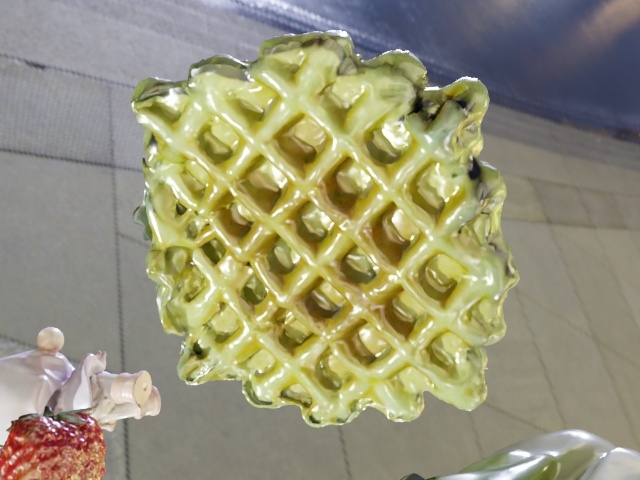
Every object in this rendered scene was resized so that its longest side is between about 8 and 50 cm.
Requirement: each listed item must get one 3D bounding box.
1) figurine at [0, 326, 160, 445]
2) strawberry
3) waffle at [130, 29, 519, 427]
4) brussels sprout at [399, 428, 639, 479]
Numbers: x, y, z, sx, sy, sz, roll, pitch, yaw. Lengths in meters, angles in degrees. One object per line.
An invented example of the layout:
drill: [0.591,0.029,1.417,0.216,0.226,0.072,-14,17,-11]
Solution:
figurine: [-0.365,0.222,1.347,0.133,0.276,0.200,-9,95,-83]
strawberry: [-0.299,0.264,1.093,0.131,0.131,0.148,15,37,-52]
waffle: [0.000,0.000,0.726,0.073,0.297,0.317,-54,142,-59]
brussels sprout: [0.091,0.255,0.400,0.247,0.328,0.328,23,6,37]
